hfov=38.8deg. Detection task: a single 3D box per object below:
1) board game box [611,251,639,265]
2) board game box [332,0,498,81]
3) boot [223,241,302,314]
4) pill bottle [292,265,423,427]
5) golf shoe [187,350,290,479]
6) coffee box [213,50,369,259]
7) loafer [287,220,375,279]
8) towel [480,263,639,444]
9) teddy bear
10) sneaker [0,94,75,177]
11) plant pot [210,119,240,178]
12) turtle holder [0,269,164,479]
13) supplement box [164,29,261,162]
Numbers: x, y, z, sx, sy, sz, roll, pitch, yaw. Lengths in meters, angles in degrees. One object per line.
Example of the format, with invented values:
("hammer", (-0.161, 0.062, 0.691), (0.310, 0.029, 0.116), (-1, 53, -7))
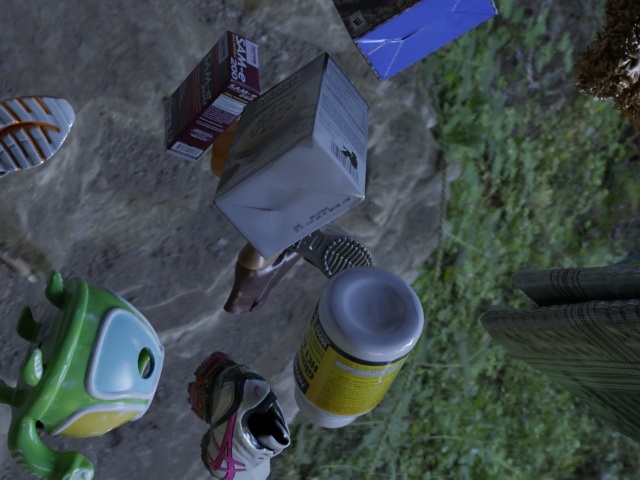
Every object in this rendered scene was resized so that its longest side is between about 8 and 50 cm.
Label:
("board game box", (0.582, 0.100, 1.287), (0.253, 0.336, 0.079), (61, 14, -6))
("board game box", (0.127, -0.465, 1.557), (0.141, 0.232, 0.291), (42, 22, -59))
("boot", (-0.105, 0.058, 2.051), (0.090, 0.207, 0.248), (39, 31, 29))
("pill bottle", (0.054, 0.211, 1.678), (0.188, 0.334, 0.188), (8, 51, -10))
("golf shoe", (-0.068, 0.187, 0.848), (0.086, 0.186, 0.067), (25, 54, 28))
("coffee box", (-0.032, -0.128, 1.275), (0.119, 0.168, 0.297), (49, 22, -23))
("loafer", (0.000, 0.000, 1.772), (0.268, 0.092, 0.102), (35, 100, -32))
("towel", (0.297, 0.122, 0.654), (0.312, 0.324, 0.056), (37, 76, -8))
("teddy bear", (0.349, -0.221, 0.963), (0.338, 0.113, 0.245), (40, 77, -39))
("sneaker", (-0.383, -0.115, 1.075), (0.084, 0.215, 0.083), (62, 13, -17))
("plant pot", (-0.136, -0.189, 2.025), (0.188, 0.205, 0.205), (13, 66, 9))
("turtle holder", (-0.386, 0.224, 1.479), (0.227, 0.243, 0.320), (25, 33, -24))
("supplement box", (-0.209, -0.269, 1.724), (0.073, 0.239, 0.130), (19, 49, -34))
